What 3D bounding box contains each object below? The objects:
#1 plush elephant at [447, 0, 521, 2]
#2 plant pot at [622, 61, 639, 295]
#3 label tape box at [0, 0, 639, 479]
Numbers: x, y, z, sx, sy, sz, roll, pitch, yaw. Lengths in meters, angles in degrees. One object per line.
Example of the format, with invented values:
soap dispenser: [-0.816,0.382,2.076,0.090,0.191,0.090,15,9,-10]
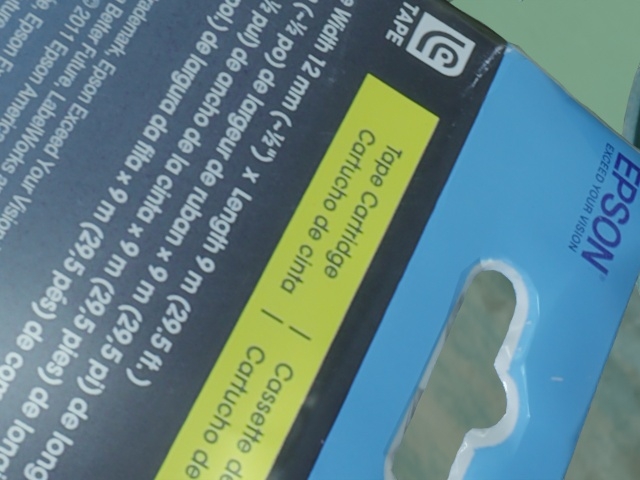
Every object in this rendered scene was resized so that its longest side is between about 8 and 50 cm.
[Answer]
plush elephant: [-0.017,-0.200,1.061,0.255,0.272,0.330,-19,44,-5]
plant pot: [0.290,-0.039,0.768,0.293,0.293,0.196,23,31,19]
label tape box: [-0.091,-0.008,0.570,0.348,0.115,0.249,33,54,-9]
